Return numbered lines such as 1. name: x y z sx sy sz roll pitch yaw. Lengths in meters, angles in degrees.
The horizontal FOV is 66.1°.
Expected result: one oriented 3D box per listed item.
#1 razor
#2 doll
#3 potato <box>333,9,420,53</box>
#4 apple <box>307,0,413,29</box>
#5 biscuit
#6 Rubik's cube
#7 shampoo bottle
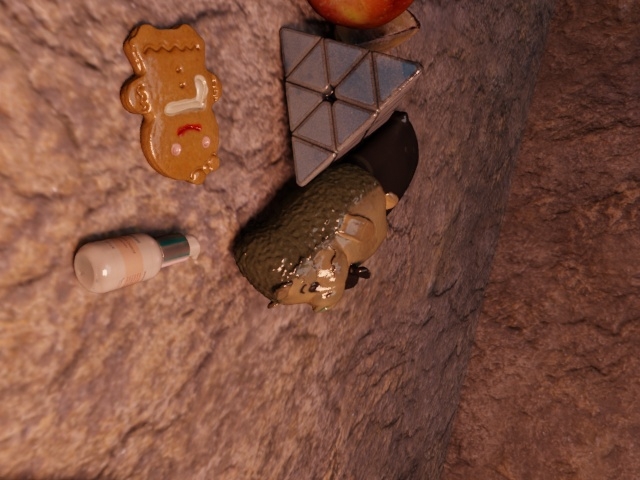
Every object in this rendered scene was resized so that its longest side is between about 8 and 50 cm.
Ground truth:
1. razor: 0.154 -0.180 1.263 0.349 0.113 0.204 -50 135 -36
2. doll: 0.000 0.000 0.984 0.349 0.247 0.247 -33 126 -36
3. potato: 0.097 -0.485 1.134 0.261 0.100 0.120 -28 86 -33
4. apple: 0.082 -0.545 0.925 0.272 0.252 0.206 57 47 -31
5. biscuit: -0.222 -0.205 0.772 0.184 0.035 0.248 -28 122 -49
6. Rubik's cube: 0.050 -0.271 0.954 0.233 0.229 0.228 -100 -175 -47
7. shampoo bottle: -0.265 0.023 0.742 0.192 0.074 0.074 -19 115 -51
